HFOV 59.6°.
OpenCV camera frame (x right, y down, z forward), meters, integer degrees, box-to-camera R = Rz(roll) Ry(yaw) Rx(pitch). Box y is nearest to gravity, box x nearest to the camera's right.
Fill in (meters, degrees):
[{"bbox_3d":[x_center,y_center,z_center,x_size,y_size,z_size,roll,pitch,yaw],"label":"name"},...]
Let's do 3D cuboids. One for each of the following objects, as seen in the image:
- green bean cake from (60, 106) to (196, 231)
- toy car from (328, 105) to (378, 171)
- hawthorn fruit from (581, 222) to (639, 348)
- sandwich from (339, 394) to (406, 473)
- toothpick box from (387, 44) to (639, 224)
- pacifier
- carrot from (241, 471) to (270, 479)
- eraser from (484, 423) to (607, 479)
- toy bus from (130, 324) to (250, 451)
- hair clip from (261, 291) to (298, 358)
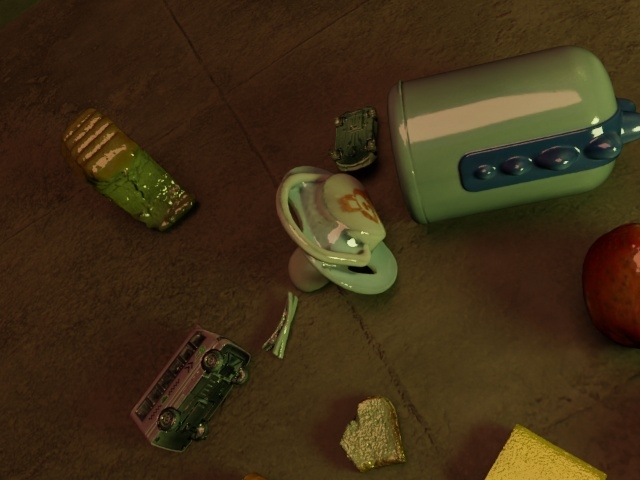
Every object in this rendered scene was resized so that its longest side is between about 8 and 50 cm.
[{"bbox_3d":[-0.401,-0.140,1.154,0.124,0.236,0.233,-47,53,-5],"label":"green bean cake"},{"bbox_3d":[0.070,-0.195,1.097,0.093,0.058,0.186,-11,46,17],"label":"toy car"},{"bbox_3d":[0.434,0.074,0.721,0.179,0.179,0.200,3,75,24],"label":"hawthorn fruit"},{"bbox_3d":[0.074,0.284,0.824,0.093,0.035,0.104,-15,56,15],"label":"sandwich"},{"bbox_3d":[0.298,-0.161,0.867,0.355,0.263,0.263,-10,58,15],"label":"toothpick box"},{"bbox_3d":[0.000,0.000,0.963,0.207,0.228,0.279,-53,43,38],"label":"pacifier"},{"bbox_3d":[-0.029,0.403,0.780,0.205,0.072,0.072,19,70,27],"label":"carrot"},{"bbox_3d":[0.285,0.311,0.715,0.122,0.045,0.097,25,73,34],"label":"eraser"},{"bbox_3d":[-0.215,0.244,0.935,0.108,0.096,0.199,29,78,38],"label":"toy bus"},{"bbox_3d":[-0.069,0.145,0.970,0.039,0.030,0.115,7,64,27],"label":"hair clip"}]
